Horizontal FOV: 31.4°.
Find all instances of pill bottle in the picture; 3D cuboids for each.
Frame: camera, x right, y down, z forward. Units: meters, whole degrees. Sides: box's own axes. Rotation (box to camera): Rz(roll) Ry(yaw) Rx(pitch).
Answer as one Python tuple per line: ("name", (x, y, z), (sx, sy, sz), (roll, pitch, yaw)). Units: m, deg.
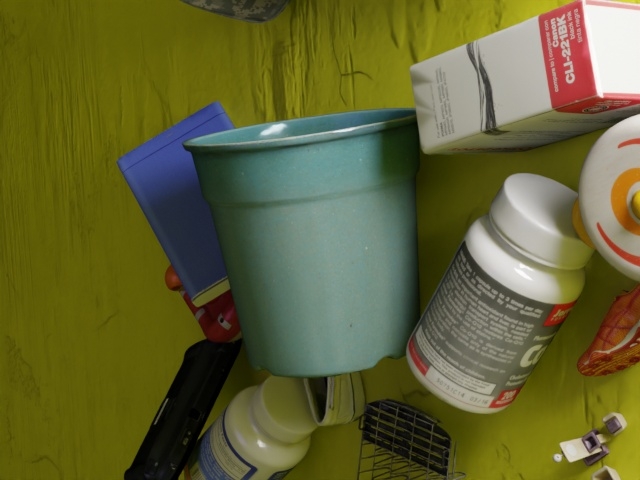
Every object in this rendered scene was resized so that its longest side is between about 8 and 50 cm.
("pill bottle", (-0.108, 0.335, 1.896), (0.272, 0.152, 0.152), (-51, 57, 40))
("pill bottle", (0.234, 0.068, 1.442), (0.161, 0.161, 0.283), (50, 130, 35))

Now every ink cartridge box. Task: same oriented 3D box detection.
("ink cartridge box", (0.269, -0.184, 1.340), (0.273, 0.197, 0.114), (-15, 82, 50))

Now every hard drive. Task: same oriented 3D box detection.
("hard drive", (-0.191, -0.068, 1.930), (0.318, 0.210, 0.040), (58, 177, 29))

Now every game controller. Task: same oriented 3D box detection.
("game controller", (-0.240, 0.299, 1.991), (0.166, 0.067, 0.319), (-35, 24, 54))

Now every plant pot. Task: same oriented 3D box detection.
("plant pot", (0.000, 0.000, 1.613), (0.341, 0.341, 0.334), (3, 105, 50))

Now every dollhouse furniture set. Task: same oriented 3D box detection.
("dollhouse furniture set", (0.344, 0.285, 1.396), (0.091, 0.081, 0.114), (-49, 58, 42))

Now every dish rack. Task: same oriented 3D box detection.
("dish rack", (0.131, 0.373, 1.678), (0.208, 0.074, 0.271), (15, 104, 47))

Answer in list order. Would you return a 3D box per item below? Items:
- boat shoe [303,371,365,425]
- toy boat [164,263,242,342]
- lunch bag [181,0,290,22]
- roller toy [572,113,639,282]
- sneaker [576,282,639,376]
("boat shoe", (0.001, 0.164, 1.794), (0.095, 0.084, 0.258), (-30, 72, 48))
("toy boat", (-0.203, 0.070, 1.964), (0.151, 0.151, 0.231), (-53, 54, 24))
("lunch bag", (-0.121, -0.528, 1.777), (0.305, 0.213, 0.256), (-54, 38, 38))
("roller toy", (0.384, -0.052, 1.238), (0.209, 0.146, 0.191), (32, 125, 38))
("sneaker", (0.370, 0.102, 1.373), (0.175, 0.064, 0.067), (-53, 35, 33))
